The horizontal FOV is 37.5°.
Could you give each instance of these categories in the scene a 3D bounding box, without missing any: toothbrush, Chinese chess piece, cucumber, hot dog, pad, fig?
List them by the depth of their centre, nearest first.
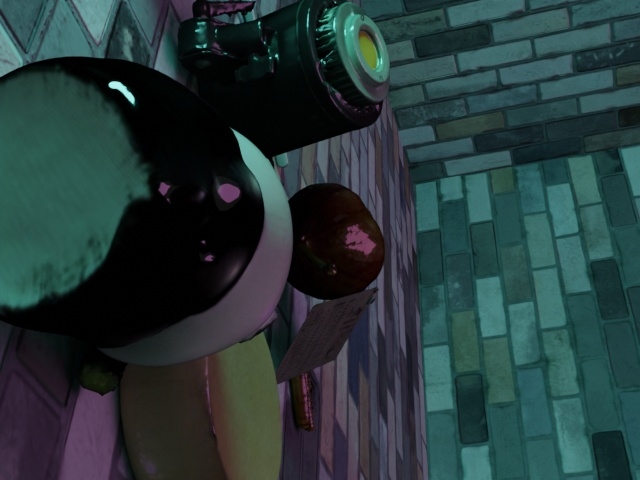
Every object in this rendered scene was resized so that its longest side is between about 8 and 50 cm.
[{"bbox_3d":[-0.194,0.070,0.969,0.256,0.043,0.044,-81,-178,-60],"label":"cucumber"},{"bbox_3d":[-0.127,0.184,1.054,0.273,0.102,0.273,-11,90,-77],"label":"Chinese chess piece"},{"bbox_3d":[0.010,0.156,1.539,0.159,0.009,0.265,-60,160,16],"label":"pad"},{"bbox_3d":[-0.010,0.005,1.563,0.249,0.186,0.203,-4,75,-59],"label":"fig"},{"bbox_3d":[-0.028,0.261,1.582,0.049,0.037,0.122,19,61,-72],"label":"hot dog"},{"bbox_3d":[-0.101,-0.297,1.685,0.030,0.025,0.342,-72,151,-72],"label":"toothbrush"}]

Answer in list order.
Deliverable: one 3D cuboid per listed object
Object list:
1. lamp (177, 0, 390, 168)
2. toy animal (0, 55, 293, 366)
[{"bbox_3d":[-0.030,-0.236,1.391,0.374,0.272,0.205,44,40,-70],"label":"lamp"},{"bbox_3d":[-0.143,-0.011,0.819,0.310,0.251,0.250,17,64,-63],"label":"toy animal"}]
